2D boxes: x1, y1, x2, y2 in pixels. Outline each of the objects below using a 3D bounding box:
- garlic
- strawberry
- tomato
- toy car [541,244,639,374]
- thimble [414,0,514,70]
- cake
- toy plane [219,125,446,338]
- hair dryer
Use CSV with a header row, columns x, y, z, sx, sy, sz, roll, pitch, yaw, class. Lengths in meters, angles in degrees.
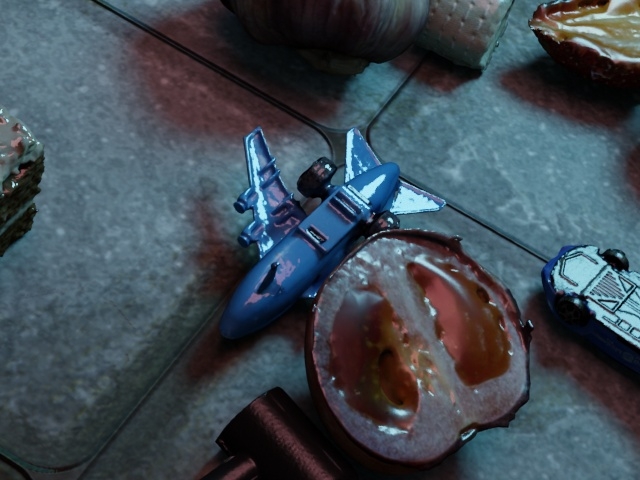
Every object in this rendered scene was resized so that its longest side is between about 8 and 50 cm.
x,y,z,sx,sy,sz,roll,pitch,yaw,class
0.002,-0.258,1.457,0.244,0.161,0.245,10,24,-4,garlic
0.329,-0.220,1.560,0.192,0.085,0.140,-26,64,-31,strawberry
0.065,0.098,1.192,0.228,0.112,0.199,-18,81,-35,tomato
0.306,0.084,1.322,0.216,0.063,0.103,34,50,20,toy car
0.165,-0.255,1.533,0.090,0.102,0.115,26,79,5,thimble
-0.327,-0.050,1.190,0.134,0.147,0.135,32,52,11,cake
0.000,0.000,1.279,0.254,0.105,0.271,40,48,8,toy plane
-0.090,0.223,1.095,0.248,0.071,0.114,-33,66,-30,hair dryer
